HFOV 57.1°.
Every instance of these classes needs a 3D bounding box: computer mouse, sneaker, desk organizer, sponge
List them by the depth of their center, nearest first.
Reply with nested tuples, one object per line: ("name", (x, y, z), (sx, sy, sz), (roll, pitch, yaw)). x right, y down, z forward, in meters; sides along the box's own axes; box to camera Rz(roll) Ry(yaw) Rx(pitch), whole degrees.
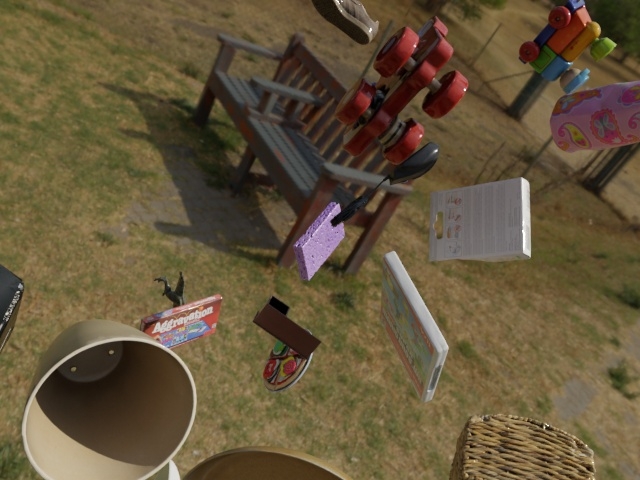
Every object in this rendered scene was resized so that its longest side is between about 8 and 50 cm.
("computer mouse", (0.120, -0.094, 1.062), (0.041, 0.242, 0.071), (53, 4, -4))
("desk organizer", (-0.060, 0.166, 1.129), (0.130, 0.050, 0.047), (36, 20, -5))
("sneaker", (0.057, -0.545, 1.389), (0.188, 0.066, 0.071), (41, 62, -12))
("sponge", (0.000, 0.000, 1.614), (0.031, 0.117, 0.210), (12, 43, 29))

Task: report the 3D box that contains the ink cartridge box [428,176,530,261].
("ink cartridge box", (0.362, -0.039, 1.348), (0.056, 0.225, 0.181), (25, 64, -47))

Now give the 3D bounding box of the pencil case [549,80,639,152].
("pencil case", (0.563, -0.226, 1.053), (0.124, 0.124, 0.284), (11, -6, -35))

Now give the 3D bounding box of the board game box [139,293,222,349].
("board game box", (-0.428, 0.261, 1.796), (0.027, 0.145, 0.281), (34, 31, 31))

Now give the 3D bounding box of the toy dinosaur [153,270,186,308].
("toy dinosaur", (-0.463, 0.170, 1.856), (0.118, 0.268, 0.064), (33, 43, 28))

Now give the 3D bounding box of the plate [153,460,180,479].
("plate", (-0.325, 0.622, 1.183), (0.045, 0.278, 0.277), (11, 47, -23))

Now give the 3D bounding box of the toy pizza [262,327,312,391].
("toy pizza", (-0.098, 0.333, 1.666), (0.032, 0.201, 0.201), (40, 22, -27))

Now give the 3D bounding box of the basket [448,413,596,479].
("basket", (0.460, 0.559, 1.380), (0.299, 0.223, 0.213), (11, 39, 11))

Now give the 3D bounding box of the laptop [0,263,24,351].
("laptop", (-0.535, 0.148, 0.831), (0.136, 0.264, 0.234), (24, 51, -19))

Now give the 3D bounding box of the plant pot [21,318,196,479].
("plant pot", (-0.378, 0.240, 1.013), (0.256, 0.256, 0.274), (15, 5, -31))

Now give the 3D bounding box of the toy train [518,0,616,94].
("toy train", (0.525, -0.415, 1.158), (0.143, 0.248, 0.105), (48, 49, 8))

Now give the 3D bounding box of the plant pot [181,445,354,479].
("plant pot", (-0.035, 0.296, 0.599), (0.236, 0.236, 0.032), (33, 27, 0))

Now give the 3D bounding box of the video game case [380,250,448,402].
("video game case", (0.168, 0.173, 1.117), (0.025, 0.285, 0.204), (-21, 59, -9))

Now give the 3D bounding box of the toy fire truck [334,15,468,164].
("toy fire truck", (0.160, -0.319, 1.237), (0.169, 0.302, 0.254), (35, 27, -15))
